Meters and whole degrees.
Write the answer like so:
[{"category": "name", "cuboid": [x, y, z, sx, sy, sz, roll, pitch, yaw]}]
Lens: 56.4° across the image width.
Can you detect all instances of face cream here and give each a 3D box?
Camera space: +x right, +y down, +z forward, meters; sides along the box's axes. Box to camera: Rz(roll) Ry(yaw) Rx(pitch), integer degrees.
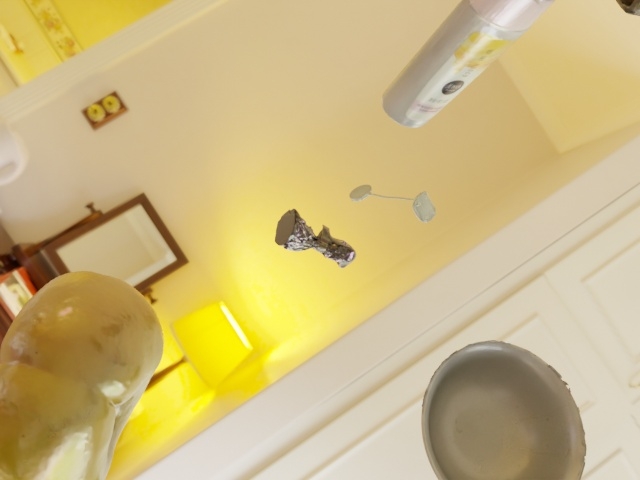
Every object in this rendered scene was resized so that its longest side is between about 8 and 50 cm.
[{"category": "face cream", "cuboid": [0.186, -0.254, 0.788, 0.269, 0.107, 0.073, -42, -116, 52]}]

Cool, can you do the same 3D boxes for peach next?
[{"category": "peach", "cuboid": [-0.246, 0.148, 0.563, 0.153, 0.251, 0.251, 18, -7, -5]}]

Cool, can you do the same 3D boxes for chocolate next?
[{"category": "chocolate", "cuboid": [0.001, 0.001, 0.935, 0.147, 0.070, 0.072, 16, 13, -35]}]

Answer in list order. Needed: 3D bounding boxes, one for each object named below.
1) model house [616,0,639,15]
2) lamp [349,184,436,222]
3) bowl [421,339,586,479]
[{"category": "model house", "cuboid": [0.293, -0.174, 0.339, 0.204, 0.211, 0.243, 115, -17, -84]}, {"category": "lamp", "cuboid": [0.139, -0.078, 1.198, 0.198, 0.050, 0.056, 14, -37, 48]}, {"category": "bowl", "cuboid": [0.340, 0.390, 1.213, 0.345, 0.345, 0.157, 55, -23, 13]}]
